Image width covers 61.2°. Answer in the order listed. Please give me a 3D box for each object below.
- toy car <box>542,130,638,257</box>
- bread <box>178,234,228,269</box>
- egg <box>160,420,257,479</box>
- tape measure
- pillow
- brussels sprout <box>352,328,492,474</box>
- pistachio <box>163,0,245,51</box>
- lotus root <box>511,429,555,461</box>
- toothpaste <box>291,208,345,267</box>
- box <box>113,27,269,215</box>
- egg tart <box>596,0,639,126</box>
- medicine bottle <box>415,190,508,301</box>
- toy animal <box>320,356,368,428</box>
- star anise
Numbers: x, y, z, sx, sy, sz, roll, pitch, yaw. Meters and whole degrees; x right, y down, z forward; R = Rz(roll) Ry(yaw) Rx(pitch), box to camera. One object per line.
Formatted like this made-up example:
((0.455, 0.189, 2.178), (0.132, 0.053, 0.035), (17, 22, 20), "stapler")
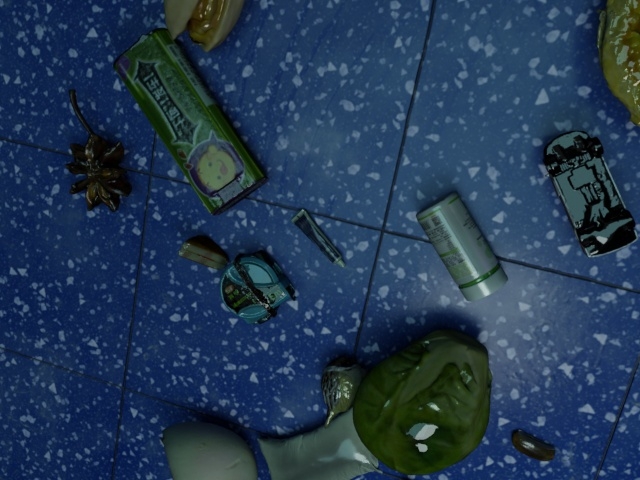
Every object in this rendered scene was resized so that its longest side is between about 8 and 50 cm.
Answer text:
((0.440, -0.079, 0.900), (0.089, 0.108, 0.210), (-24, 89, 19), "toy car")
((-0.242, 0.018, 1.109), (0.108, 0.062, 0.043), (27, 113, -36), "bread")
((-0.207, 0.497, 1.122), (0.161, 0.206, 0.271), (-22, 105, -15), "egg")
((-0.134, 0.095, 1.080), (0.125, 0.081, 0.146), (-36, 90, 14), "tape measure")
((-0.007, 0.442, 1.115), (0.253, 0.078, 0.144), (-26, 83, 16), "pillow")
((0.196, 0.286, 0.975), (0.219, 0.210, 0.271), (34, 91, 27), "brussels sprout")
((-0.207, -0.462, 0.967), (0.157, 0.157, 0.230), (24, 110, 8), "pistachio")
((0.403, 0.397, 1.031), (0.083, 0.030, 0.038), (24, 106, 9), "lotus root")
((0.000, 0.000, 1.062), (0.037, 0.021, 0.140), (-43, 87, 18), "toothpaste")
((-0.248, -0.226, 1.043), (0.134, 0.097, 0.346), (-34, 91, 8), "box")
((0.586, -0.318, 0.804), (0.340, 0.132, 0.342), (2, 99, 13), "egg tart")
((0.252, 0.010, 0.969), (0.086, 0.086, 0.184), (-30, 92, 17), "medicine bottle")
((0.032, 0.293, 1.067), (0.098, 0.098, 0.137), (44, 88, 3), "toy animal")
((-0.452, -0.169, 1.107), (0.177, 0.073, 0.234), (25, 121, 16), "star anise")
